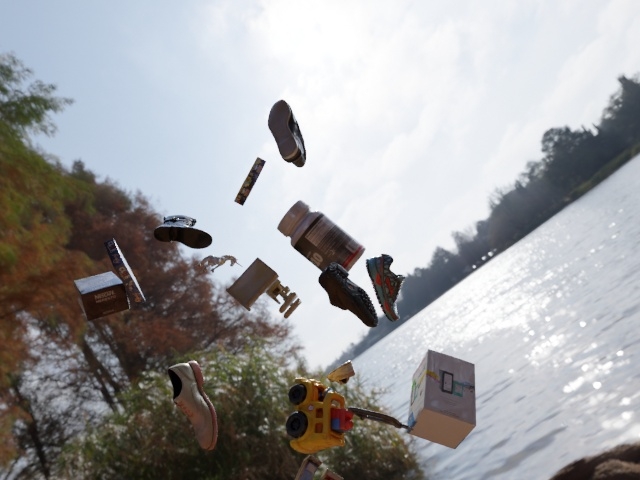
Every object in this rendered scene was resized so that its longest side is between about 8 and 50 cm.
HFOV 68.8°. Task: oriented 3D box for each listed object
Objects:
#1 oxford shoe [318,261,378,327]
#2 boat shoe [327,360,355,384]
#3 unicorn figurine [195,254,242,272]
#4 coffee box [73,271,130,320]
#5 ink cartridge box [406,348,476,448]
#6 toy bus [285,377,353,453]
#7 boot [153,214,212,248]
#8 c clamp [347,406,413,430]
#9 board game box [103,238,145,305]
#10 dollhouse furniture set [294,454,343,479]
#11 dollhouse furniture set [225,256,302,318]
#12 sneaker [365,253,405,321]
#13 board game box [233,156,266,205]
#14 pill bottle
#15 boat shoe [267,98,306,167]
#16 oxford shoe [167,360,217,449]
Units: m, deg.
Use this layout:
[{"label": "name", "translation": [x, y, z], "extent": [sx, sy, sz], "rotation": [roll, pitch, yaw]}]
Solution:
[{"label": "oxford shoe", "translation": [0.082, 0.175, 1.390], "extent": [0.096, 0.227, 0.083], "rotation": [-45, -6, 32]}, {"label": "boat shoe", "translation": [0.072, 0.469, 1.613], "extent": [0.063, 0.059, 0.170], "rotation": [-21, -21, -28]}, {"label": "unicorn figurine", "translation": [-0.402, 0.086, 1.824], "extent": [0.111, 0.162, 0.060], "rotation": [-47, -33, -49]}, {"label": "coffee box", "translation": [-0.943, 0.231, 2.004], "extent": [0.168, 0.119, 0.297], "rotation": [-16, 15, -32]}, {"label": "ink cartridge box", "translation": [0.463, 0.601, 1.787], "extent": [0.270, 0.197, 0.198], "rotation": [-69, -4, -49]}, {"label": "toy bus", "translation": [0.014, 0.542, 1.476], "extent": [0.211, 0.220, 0.149], "rotation": [-20, -40, 27]}, {"label": "boot", "translation": [-0.578, -0.055, 2.025], "extent": [0.229, 0.262, 0.091], "rotation": [-89, 11, -71]}, {"label": "c clamp", "translation": [0.153, 0.471, 1.228], "extent": [0.137, 0.160, 0.022], "rotation": [57, -135, -53]}, {"label": "board game box", "translation": [-0.794, 0.132, 1.900], "extent": [0.042, 0.165, 0.243], "rotation": [-26, -42, -19]}, {"label": "dollhouse furniture set", "translation": [-0.008, 1.043, 2.018], "extent": [0.129, 0.183, 0.129], "rotation": [-57, -6, -37]}, {"label": "dollhouse furniture set", "translation": [-0.218, 0.192, 1.717], "extent": [0.161, 0.212, 0.242], "rotation": [-48, -25, -13]}, {"label": "sneaker", "translation": [0.256, 0.172, 1.688], "extent": [0.125, 0.262, 0.104], "rotation": [-20, 16, 4]}, {"label": "board game box", "translation": [-0.295, -0.249, 1.968], "extent": [0.141, 0.048, 0.170], "rotation": [-49, 17, 46]}, {"label": "pill bottle", "translation": [0.000, 0.000, 1.593], "extent": [0.161, 0.283, 0.161], "rotation": [-50, -4, -5]}, {"label": "boat shoe", "translation": [-0.129, -0.414, 1.827], "extent": [0.112, 0.335, 0.095], "rotation": [-27, -37, 16]}, {"label": "oxford shoe", "translation": [-0.569, 0.724, 2.035], "extent": [0.146, 0.397, 0.140], "rotation": [7, -44, -50]}]
